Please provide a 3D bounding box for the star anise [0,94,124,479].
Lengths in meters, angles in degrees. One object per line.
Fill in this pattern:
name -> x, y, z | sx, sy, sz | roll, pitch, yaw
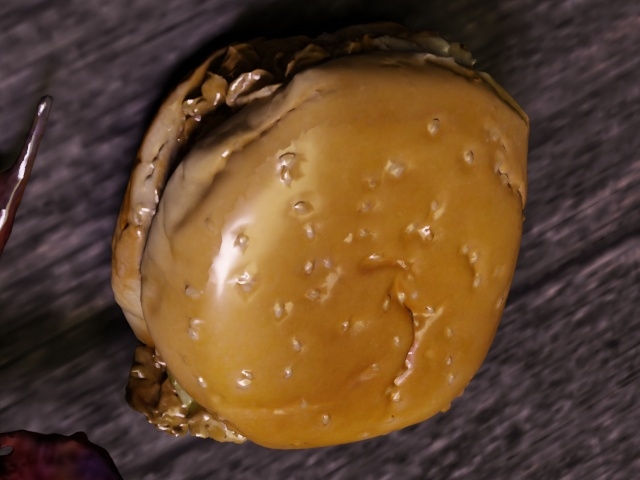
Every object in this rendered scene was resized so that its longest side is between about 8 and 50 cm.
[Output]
star anise -> -0.121, 0.046, 0.593 | 0.158, 0.144, 0.140 | 28, 147, -36

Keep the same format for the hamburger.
hamburger -> 0.000, 0.000, 0.614 | 0.138, 0.083, 0.147 | -4, 119, -27
